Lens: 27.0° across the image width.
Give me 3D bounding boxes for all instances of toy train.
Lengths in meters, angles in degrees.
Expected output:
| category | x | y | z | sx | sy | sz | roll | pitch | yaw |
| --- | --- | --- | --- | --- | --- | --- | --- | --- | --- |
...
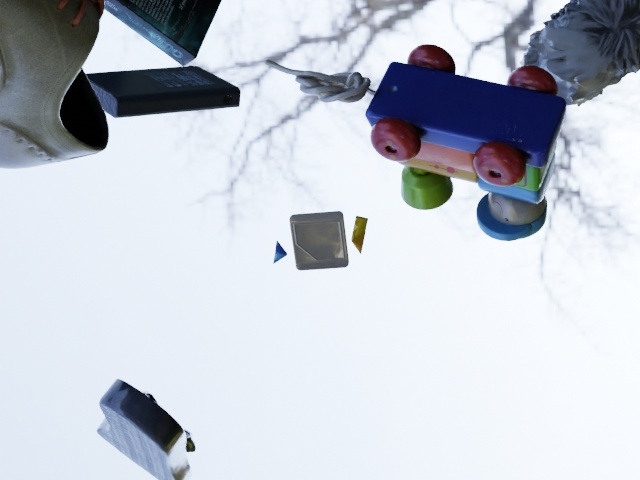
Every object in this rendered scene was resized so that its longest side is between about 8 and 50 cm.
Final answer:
| category | x | y | z | sx | sy | sz | roll | pitch | yaw |
| --- | --- | --- | --- | --- | --- | --- | --- | --- | --- |
| toy train | 0.079 | -0.083 | 1.123 | 0.143 | 0.248 | 0.105 | 78 | -147 | -53 |

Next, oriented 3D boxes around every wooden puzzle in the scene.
| category | x | y | z | sx | sy | sz | roll | pitch | yaw |
| --- | --- | --- | --- | --- | --- | --- | --- | --- | --- |
| wooden puzzle | 0.000 | 0.000 | 1.633 | 0.014 | 0.116 | 0.078 | -76 | -13 | -69 |

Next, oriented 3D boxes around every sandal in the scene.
| category | x | y | z | sx | sy | sz | roll | pitch | yaw |
| --- | --- | --- | --- | --- | --- | --- | --- | --- | --- |
| sandal | -0.143 | 0.167 | 1.173 | 0.054 | 0.097 | 0.254 | -53 | -2 | -19 |

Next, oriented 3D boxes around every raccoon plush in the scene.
| category | x | y | z | sx | sy | sz | roll | pitch | yaw |
| --- | --- | --- | --- | --- | --- | --- | --- | --- | --- |
| raccoon plush | 0.316 | -0.276 | 1.338 | 0.446 | 0.216 | 0.299 | -35 | -10 | -13 |

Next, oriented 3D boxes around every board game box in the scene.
| category | x | y | z | sx | sy | sz | roll | pitch | yaw |
| --- | --- | --- | --- | --- | --- | --- | --- | --- | --- |
| board game box | -0.134 | -0.265 | 1.196 | 0.126 | 0.026 | 0.186 | 35 | -122 | -24 |

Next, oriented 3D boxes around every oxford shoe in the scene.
| category | x | y | z | sx | sy | sz | roll | pitch | yaw |
| --- | --- | --- | --- | --- | --- | --- | --- | --- | --- |
| oxford shoe | -0.188 | -0.162 | 0.755 | 0.348 | 0.130 | 0.123 | 93 | 178 | -62 |

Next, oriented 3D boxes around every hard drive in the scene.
| category | x | y | z | sx | sy | sz | roll | pitch | yaw |
| --- | --- | --- | --- | --- | --- | --- | --- | --- | --- |
| hard drive | -0.160 | -0.147 | 1.307 | 0.135 | 0.094 | 0.022 | -9 | -64 | -34 |
